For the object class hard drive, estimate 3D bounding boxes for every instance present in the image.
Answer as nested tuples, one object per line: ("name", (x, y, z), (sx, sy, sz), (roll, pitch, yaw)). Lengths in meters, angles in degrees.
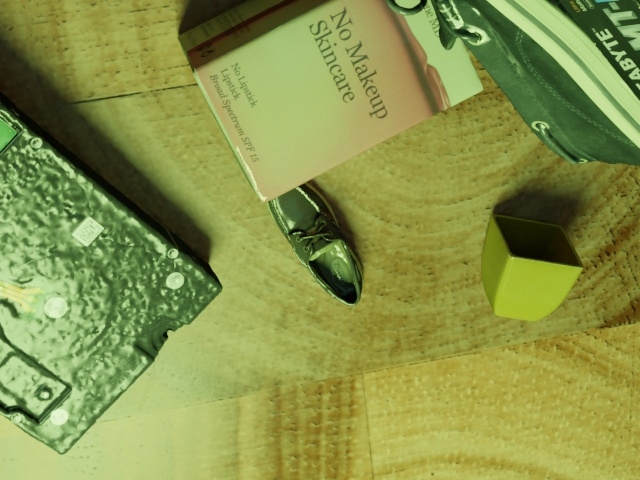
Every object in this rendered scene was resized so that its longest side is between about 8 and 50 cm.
("hard drive", (-0.289, 0.022, 1.516), (0.237, 0.064, 0.339), (-47, 121, 5))

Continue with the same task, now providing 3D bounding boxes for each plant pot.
("plant pot", (0.205, 0.034, 1.647), (0.081, 0.081, 0.083), (9, 120, -16))

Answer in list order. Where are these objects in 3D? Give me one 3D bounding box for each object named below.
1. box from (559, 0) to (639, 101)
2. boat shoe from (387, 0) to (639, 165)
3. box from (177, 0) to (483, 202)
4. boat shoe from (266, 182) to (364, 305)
("box", (0.268, -0.300, 1.338), (0.295, 0.073, 0.293), (45, 53, -21))
("boat shoe", (0.144, -0.238, 1.367), (0.500, 0.156, 0.187), (44, 54, -24))
("box", (0.007, -0.163, 1.499), (0.232, 0.127, 0.148), (-28, 113, -1))
("boat shoe", (0.000, 0.000, 1.601), (0.056, 0.049, 0.152), (-37, 113, 3))
